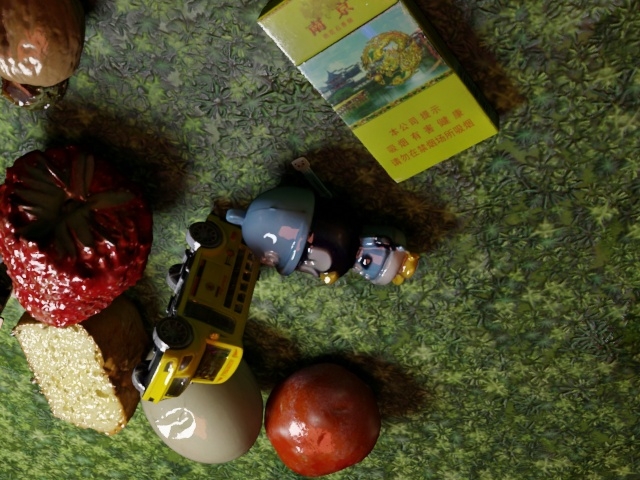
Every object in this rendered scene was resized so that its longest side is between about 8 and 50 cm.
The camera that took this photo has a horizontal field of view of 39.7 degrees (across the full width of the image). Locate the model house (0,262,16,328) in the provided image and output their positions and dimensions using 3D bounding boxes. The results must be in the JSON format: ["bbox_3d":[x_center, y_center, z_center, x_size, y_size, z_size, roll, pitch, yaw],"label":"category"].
[{"bbox_3d":[-0.695,0.016,1.593,0.326,0.169,0.244,27,130,-10],"label":"model house"}]

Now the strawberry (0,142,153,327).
[{"bbox_3d":[-0.412,-0.007,1.462,0.261,0.261,0.258,21,152,-6],"label":"strawberry"}]

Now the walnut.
[{"bbox_3d":[-0.408,-0.298,1.254,0.166,0.149,0.167,16,120,29],"label":"walnut"}]

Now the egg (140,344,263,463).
[{"bbox_3d":[-0.226,0.300,1.698,0.269,0.219,0.219,46,128,-5],"label":"egg"}]

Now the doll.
[{"bbox_3d":[0.000,0.000,1.431,0.314,0.141,0.177,17,159,-10],"label":"doll"}]

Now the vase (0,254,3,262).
[{"bbox_3d":[-0.575,0.022,1.536,0.059,0.211,0.060,5,132,6],"label":"vase"}]

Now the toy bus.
[{"bbox_3d":[-0.193,0.120,1.459,0.152,0.330,0.144,22,133,-11],"label":"toy bus"}]

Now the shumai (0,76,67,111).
[{"bbox_3d":[-0.448,-0.236,1.359,0.098,0.087,0.124,9,134,4],"label":"shumai"}]

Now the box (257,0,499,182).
[{"bbox_3d":[0.088,-0.242,1.257,0.187,0.047,0.335,-26,121,32],"label":"box"}]

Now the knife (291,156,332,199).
[{"bbox_3d":[-0.011,-0.097,1.435,0.027,0.010,0.096,-22,124,30],"label":"knife"}]

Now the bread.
[{"bbox_3d":[-0.437,0.207,1.700,0.194,0.179,0.340,5,135,11],"label":"bread"}]

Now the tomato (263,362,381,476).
[{"bbox_3d":[0.000,0.351,1.719,0.231,0.189,0.232,5,130,7],"label":"tomato"}]
